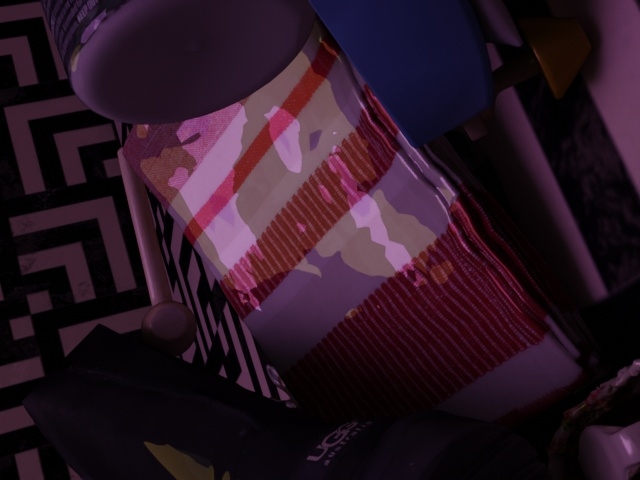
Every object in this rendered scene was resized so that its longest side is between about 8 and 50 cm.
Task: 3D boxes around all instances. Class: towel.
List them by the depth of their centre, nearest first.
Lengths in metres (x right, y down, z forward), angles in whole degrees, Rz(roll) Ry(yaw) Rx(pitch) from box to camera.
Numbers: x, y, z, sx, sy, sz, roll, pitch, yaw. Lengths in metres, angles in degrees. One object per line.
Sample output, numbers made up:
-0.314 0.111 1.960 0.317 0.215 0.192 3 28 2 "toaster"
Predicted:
0.000 0.000 0.557 0.329 0.037 0.237 54 136 11 "towel"

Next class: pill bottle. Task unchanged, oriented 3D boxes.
-0.105 -0.196 0.458 0.130 0.130 0.246 118 132 -65 "pill bottle"

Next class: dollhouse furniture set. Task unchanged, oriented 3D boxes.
0.053 -0.251 0.437 0.303 0.198 0.286 51 -160 -29 "dollhouse furniture set"

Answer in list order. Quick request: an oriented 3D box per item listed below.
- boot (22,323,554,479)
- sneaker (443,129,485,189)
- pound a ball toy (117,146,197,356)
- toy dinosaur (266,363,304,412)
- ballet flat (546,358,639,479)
-0.006 0.236 0.566 0.445 0.146 0.367 -4 115 53 "boot"
0.085 -0.016 0.563 0.069 0.038 0.098 120 142 -68 "sneaker"
-0.074 -0.078 0.707 0.136 0.208 0.319 162 95 -76 "pound a ball toy"
0.057 0.226 0.752 0.160 0.121 0.314 91 156 -71 "toy dinosaur"
0.157 0.067 0.333 0.241 0.077 0.091 106 148 -56 "ballet flat"
